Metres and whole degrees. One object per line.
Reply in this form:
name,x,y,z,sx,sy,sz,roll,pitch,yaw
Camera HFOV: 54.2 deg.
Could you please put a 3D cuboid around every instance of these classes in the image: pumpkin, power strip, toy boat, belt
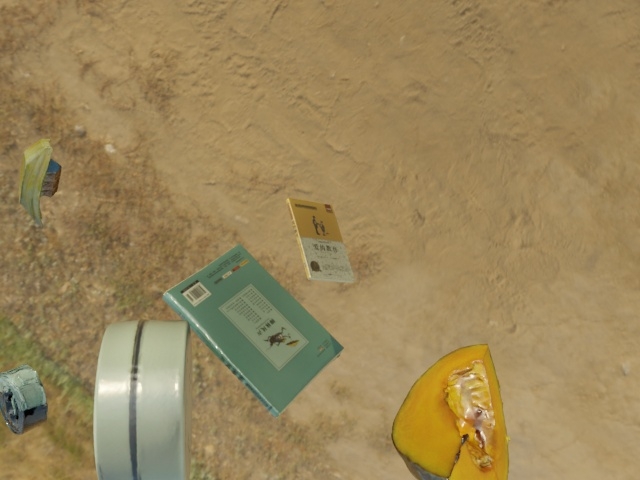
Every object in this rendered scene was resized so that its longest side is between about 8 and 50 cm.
pumpkin,0.222,0.336,1.046,0.148,0.312,0.169,-12,116,36
power strip,-0.343,0.336,1.243,0.161,0.358,0.358,0,123,-9
toy boat,-0.510,-0.103,1.136,0.066,0.065,0.172,3,125,-34
belt,-0.555,0.296,1.159,0.105,0.058,0.140,29,121,32

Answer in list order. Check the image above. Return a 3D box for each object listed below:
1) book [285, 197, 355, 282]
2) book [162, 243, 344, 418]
book,0.000,0.000,1.199,0.012,0.118,0.172,-37,59,38
book,-0.149,0.196,1.467,0.379,0.264,0.031,45,137,10
